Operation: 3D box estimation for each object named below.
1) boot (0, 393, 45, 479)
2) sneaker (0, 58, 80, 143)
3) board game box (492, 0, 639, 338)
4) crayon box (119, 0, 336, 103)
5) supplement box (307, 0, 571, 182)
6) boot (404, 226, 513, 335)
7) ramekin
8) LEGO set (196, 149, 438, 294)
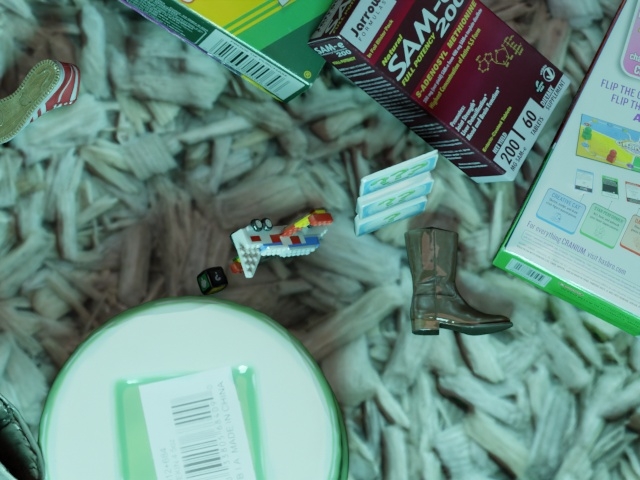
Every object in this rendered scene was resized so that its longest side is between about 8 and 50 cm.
[{"bbox_3d":[-0.358,0.188,1.390,0.190,0.208,0.076,50,43,1],"label":"boot"},{"bbox_3d":[-0.291,-0.139,1.561,0.118,0.067,0.042,-39,83,19],"label":"sneaker"},{"bbox_3d":[0.352,-0.064,1.563,0.242,0.064,0.316,28,76,4],"label":"board game box"},{"bbox_3d":[-0.100,-0.369,1.547,0.363,0.106,0.313,31,76,-12],"label":"crayon box"},{"bbox_3d":[0.120,-0.177,1.525,0.239,0.073,0.130,36,75,-21],"label":"supplement box"},{"bbox_3d":[0.138,0.037,1.543,0.106,0.037,0.114,1,71,-5],"label":"boot"},{"bbox_3d":[-0.119,0.195,1.426,0.303,0.148,0.303,1,76,-3],"label":"ramekin"},{"bbox_3d":[0.000,0.000,1.466,0.244,0.182,0.060,-20,77,-7],"label":"LEGO set"}]
